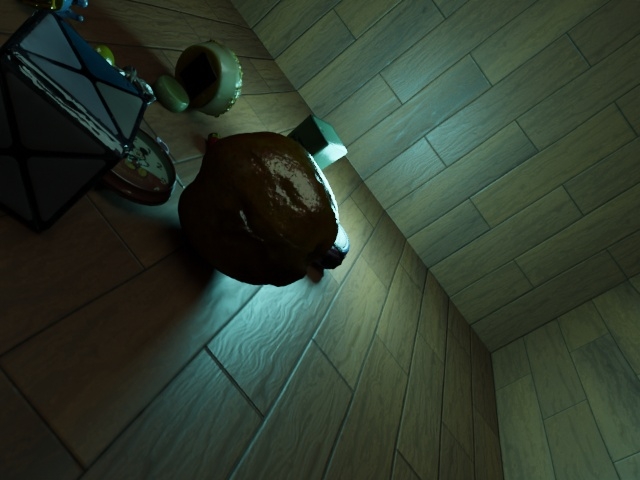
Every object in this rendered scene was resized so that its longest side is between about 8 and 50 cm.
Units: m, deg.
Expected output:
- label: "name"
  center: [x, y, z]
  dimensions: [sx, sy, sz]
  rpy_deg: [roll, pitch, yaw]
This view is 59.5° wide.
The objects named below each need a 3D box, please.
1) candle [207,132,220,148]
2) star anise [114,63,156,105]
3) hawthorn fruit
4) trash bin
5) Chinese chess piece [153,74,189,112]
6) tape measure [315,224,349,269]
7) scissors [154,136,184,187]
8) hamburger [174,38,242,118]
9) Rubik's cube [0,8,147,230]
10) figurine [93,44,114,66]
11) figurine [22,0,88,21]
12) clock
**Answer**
- label: "candle"
  center: [-0.403, -0.355, 2.132]
  dimensions: [0.052, 0.052, 0.131]
  rpy_deg: [37, 28, -39]
- label: "star anise"
  center: [-0.630, -0.500, 1.794]
  dimensions: [0.198, 0.110, 0.257]
  rpy_deg: [40, 13, 5]
- label: "hawthorn fruit"
  center: [-0.173, -0.079, 1.648]
  dimensions: [0.472, 0.471, 0.472]
  rpy_deg: [45, 23, -25]
- label: "trash bin"
  center: [-0.089, -0.354, 2.400]
  dimensions: [0.158, 0.343, 0.223]
  rpy_deg: [59, 20, 16]
- label: "Chinese chess piece"
  center: [-0.555, -0.544, 2.083]
  dimensions: [0.144, 0.058, 0.144]
  rpy_deg: [46, 23, -26]
- label: "tape measure"
  center: [0.000, 0.000, 2.344]
  dimensions: [0.245, 0.149, 0.231]
  rpy_deg: [36, 29, -25]
- label: "scissors"
  center: [-0.497, -0.253, 1.808]
  dimensions: [0.212, 0.021, 0.110]
  rpy_deg: [59, 18, 10]
- label: "hamburger"
  center: [-0.430, -0.635, 2.192]
  dimensions: [0.179, 0.276, 0.294]
  rpy_deg: [-13, 74, -56]
- label: "Rubik's cube"
  center: [-0.597, -0.265, 1.207]
  dimensions: [0.310, 0.305, 0.307]
  rpy_deg: [42, 23, -31]
- label: "figurine"
  center: [-0.633, -0.410, 1.481]
  dimensions: [0.215, 0.228, 0.215]
  rpy_deg: [-6, 90, -89]
- label: "figurine"
  center: [-0.816, -0.777, 1.744]
  dimensions: [0.180, 0.154, 0.262]
  rpy_deg: [42, 25, -2]
- label: "clock"
  center: [-0.548, -0.225, 1.577]
  dimensions: [0.318, 0.080, 0.318]
  rpy_deg: [39, 26, -22]
